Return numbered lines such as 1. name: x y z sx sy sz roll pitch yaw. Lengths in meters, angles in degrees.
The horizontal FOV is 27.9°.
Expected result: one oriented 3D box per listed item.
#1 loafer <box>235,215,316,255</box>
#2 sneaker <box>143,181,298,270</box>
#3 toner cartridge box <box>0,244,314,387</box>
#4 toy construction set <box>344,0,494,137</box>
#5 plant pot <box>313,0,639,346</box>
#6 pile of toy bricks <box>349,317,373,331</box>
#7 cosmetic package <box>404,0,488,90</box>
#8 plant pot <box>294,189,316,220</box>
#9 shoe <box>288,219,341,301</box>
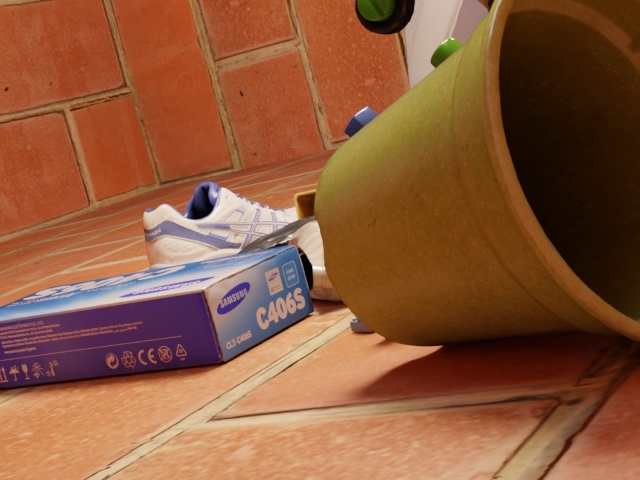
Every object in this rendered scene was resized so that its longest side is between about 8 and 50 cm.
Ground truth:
1. loafer: 0.000 0.000 1.525 0.223 0.076 0.078 -19 15 -7
2. sneaker: -0.106 -0.022 1.711 0.112 0.131 0.296 -10 7 43
3. toner cartridge box: -0.197 0.081 1.309 0.348 0.075 0.165 -10 10 33
4. toy construction set: 0.204 -0.154 1.244 0.309 0.257 0.237 21 17 31
5. plant pot: 0.138 -0.034 0.929 0.276 0.276 0.254 -21 -3 -39
6. pile of toy bricks: 0.103 0.006 1.161 0.212 0.105 0.118 -19 8 -32
7. cosmetic package: 0.306 -0.362 1.753 0.329 0.327 0.393 6 49 -9
8. plant pot: 0.025 -0.029 1.716 0.081 0.081 0.083 -11 -4 28
9. shoe: -0.007 0.022 1.372 0.058 0.076 0.219 -11 8 -15
